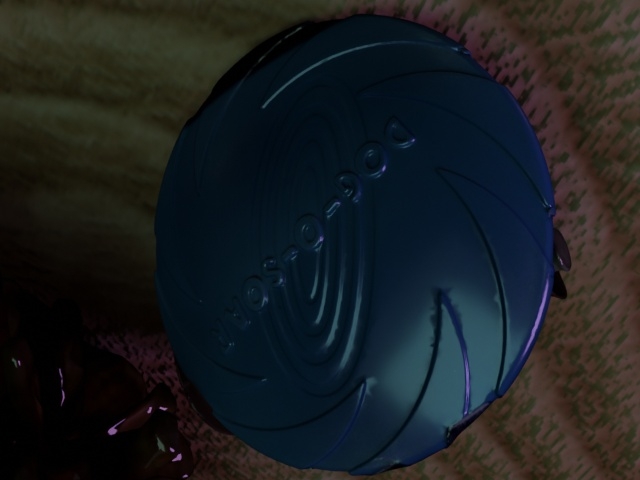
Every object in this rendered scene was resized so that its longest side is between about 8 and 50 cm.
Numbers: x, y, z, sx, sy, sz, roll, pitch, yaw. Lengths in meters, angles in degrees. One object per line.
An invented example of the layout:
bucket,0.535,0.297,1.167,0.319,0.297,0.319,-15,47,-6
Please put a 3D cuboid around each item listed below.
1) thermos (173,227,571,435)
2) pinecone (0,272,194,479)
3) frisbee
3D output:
thermos,0.030,0.036,0.557,0.232,0.099,0.124,-22,100,29
pinecone,-0.239,0.178,0.555,0.398,0.397,0.397,8,123,13
frisbee,0.000,0.000,0.500,0.242,0.045,0.242,-3,85,30
